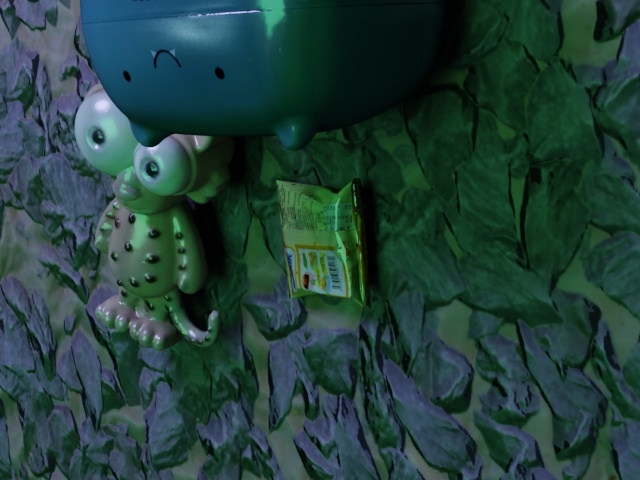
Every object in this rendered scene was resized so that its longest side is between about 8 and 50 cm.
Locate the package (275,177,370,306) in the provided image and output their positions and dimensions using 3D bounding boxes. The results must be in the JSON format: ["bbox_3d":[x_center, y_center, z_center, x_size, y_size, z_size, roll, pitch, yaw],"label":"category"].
[{"bbox_3d":[0.001,0.000,1.348,0.120,0.031,0.108,4,101,52],"label":"package"}]

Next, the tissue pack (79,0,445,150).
[{"bbox_3d":[-0.049,-0.177,1.236,0.287,0.198,0.206,6,103,45],"label":"tissue pack"}]

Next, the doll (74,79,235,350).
[{"bbox_3d":[-0.147,-0.031,1.443,0.154,0.119,0.278,16,117,30],"label":"doll"}]
